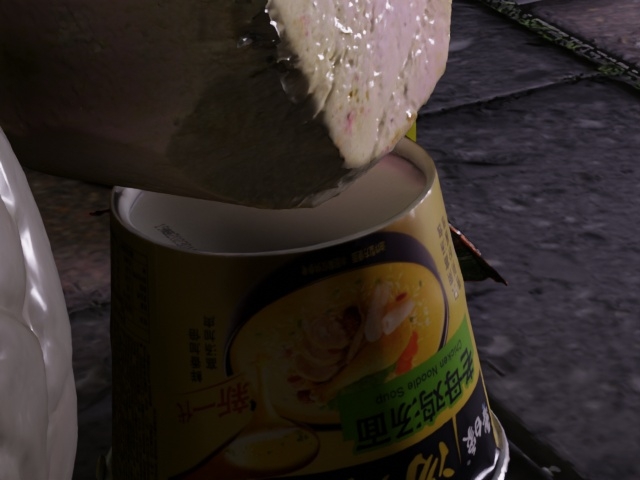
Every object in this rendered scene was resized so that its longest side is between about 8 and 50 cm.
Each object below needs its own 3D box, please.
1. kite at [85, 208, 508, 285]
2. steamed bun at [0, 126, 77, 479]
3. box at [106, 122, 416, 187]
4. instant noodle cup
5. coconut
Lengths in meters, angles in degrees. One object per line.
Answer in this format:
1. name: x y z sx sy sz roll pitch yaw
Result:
1. kite: 0.000 0.000 0.797 0.190 0.010 0.159 10 -15 -18
2. steamed bun: -0.211 0.025 0.585 0.383 0.247 0.236 16 34 37
3. box: -0.063 -0.059 0.999 0.193 0.030 0.121 15 31 33
4. instant noodle cup: -0.011 0.031 0.695 0.151 0.122 0.151 -4 24 2
5. coconut: -0.047 -0.087 0.645 0.153 0.147 0.147 12 29 31
